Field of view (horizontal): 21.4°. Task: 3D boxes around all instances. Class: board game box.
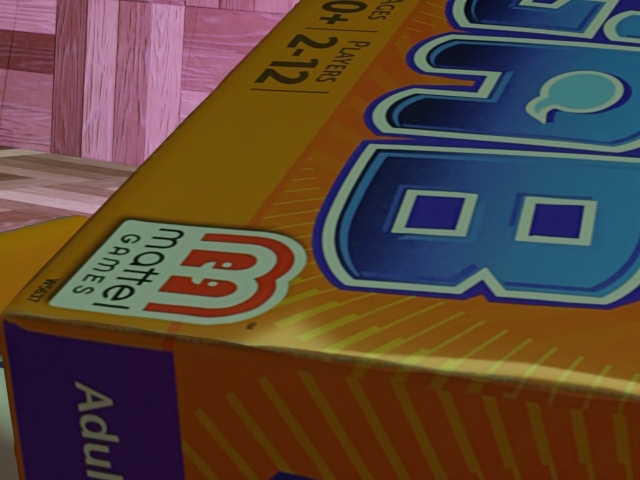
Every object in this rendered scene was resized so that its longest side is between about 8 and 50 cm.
[{"bbox_3d":[0.141,0.115,0.612,0.356,0.356,0.356,6,29,16],"label":"board game box"}]

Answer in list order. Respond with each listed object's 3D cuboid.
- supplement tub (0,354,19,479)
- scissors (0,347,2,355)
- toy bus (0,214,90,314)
[{"bbox_3d":[-0.099,0.158,0.937,0.228,0.228,0.316,8,11,26],"label":"supplement tub"},{"bbox_3d":[-0.242,0.158,1.019,0.021,0.297,0.109,40,51,13],"label":"scissors"},{"bbox_3d":[-0.296,0.066,1.247,0.130,0.108,0.333,-15,2,30],"label":"toy bus"}]
